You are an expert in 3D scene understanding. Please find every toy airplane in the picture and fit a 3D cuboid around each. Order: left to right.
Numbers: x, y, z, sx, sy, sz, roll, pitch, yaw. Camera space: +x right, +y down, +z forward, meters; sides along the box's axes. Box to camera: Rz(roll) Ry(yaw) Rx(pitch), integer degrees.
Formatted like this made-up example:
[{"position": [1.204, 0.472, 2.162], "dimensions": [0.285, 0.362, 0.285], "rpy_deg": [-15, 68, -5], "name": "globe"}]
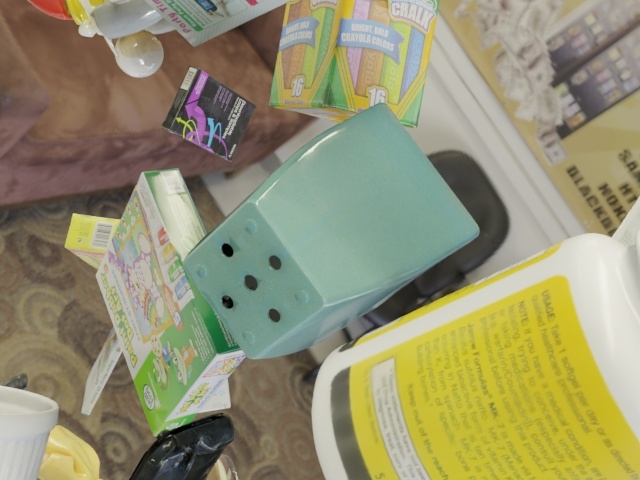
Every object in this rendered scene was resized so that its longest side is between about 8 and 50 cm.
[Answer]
[{"position": [-0.293, -0.424, 1.433], "dimensions": [0.386, 0.384, 0.272], "rpy_deg": [-11, 111, -44], "name": "toy airplane"}]

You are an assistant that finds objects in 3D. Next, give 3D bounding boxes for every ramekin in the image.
[{"position": [-0.366, 0.200, 0.778], "dimensions": [0.207, 0.207, 0.109], "rpy_deg": [15, 82, -54], "name": "ramekin"}]

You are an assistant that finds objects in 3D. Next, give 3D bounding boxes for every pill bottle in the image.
[{"position": [0.109, 0.069, 0.391], "dimensions": [0.119, 0.208, 0.119], "rpy_deg": [38, 36, -35], "name": "pill bottle"}]

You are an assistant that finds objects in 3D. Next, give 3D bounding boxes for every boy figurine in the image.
[{"position": [-0.394, 0.332, 1.218], "dimensions": [0.285, 0.092, 0.177], "rpy_deg": [54, -9, -3], "name": "boy figurine"}]

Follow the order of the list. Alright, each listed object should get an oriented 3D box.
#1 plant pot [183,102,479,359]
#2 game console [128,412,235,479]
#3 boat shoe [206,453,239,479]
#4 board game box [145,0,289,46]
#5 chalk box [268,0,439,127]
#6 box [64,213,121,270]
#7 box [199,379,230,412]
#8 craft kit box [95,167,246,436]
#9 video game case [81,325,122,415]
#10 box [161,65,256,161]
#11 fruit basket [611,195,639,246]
[{"position": [0.000, 0.000, 0.751], "dimensions": [0.165, 0.165, 0.234], "rpy_deg": [54, 34, 5], "name": "plant pot"}, {"position": [-0.182, 0.299, 0.796], "dimensions": [0.044, 0.361, 0.213], "rpy_deg": [40, 25, 17], "name": "game console"}, {"position": [-0.167, 0.525, 1.466], "dimensions": [0.092, 0.103, 0.285], "rpy_deg": [3, 71, -56], "name": "boat shoe"}, {"position": [-0.054, -0.308, 0.670], "dimensions": [0.224, 0.303, 0.097], "rpy_deg": [38, 43, -50], "name": "board game box"}, {"position": [0.042, -0.245, 0.932], "dimensions": [0.132, 0.132, 0.213], "rpy_deg": [7, 93, -32], "name": "chalk box"}, {"position": [-0.318, 0.024, 1.301], "dimensions": [0.232, 0.087, 0.058], "rpy_deg": [72, 26, -71], "name": "box"}, {"position": [-0.272, 0.270, 1.711], "dimensions": [0.038, 0.145, 0.186], "rpy_deg": [-166, -112, -78], "name": "box"}, {"position": [-0.193, 0.082, 1.013], "dimensions": [0.061, 0.246, 0.250], "rpy_deg": [-11, 63, -33], "name": "craft kit box"}, {"position": [-0.336, 0.181, 1.296], "dimensions": [0.015, 0.166, 0.119], "rpy_deg": [25, 12, -18], "name": "video game case"}, {"position": [-0.190, -0.217, 1.414], "dimensions": [0.029, 0.116, 0.162], "rpy_deg": [25, 0, 36], "name": "box"}, {"position": [0.576, 0.060, 1.203], "dimensions": [0.327, 0.353, 0.165], "rpy_deg": [44, -17, -10], "name": "fruit basket"}]
